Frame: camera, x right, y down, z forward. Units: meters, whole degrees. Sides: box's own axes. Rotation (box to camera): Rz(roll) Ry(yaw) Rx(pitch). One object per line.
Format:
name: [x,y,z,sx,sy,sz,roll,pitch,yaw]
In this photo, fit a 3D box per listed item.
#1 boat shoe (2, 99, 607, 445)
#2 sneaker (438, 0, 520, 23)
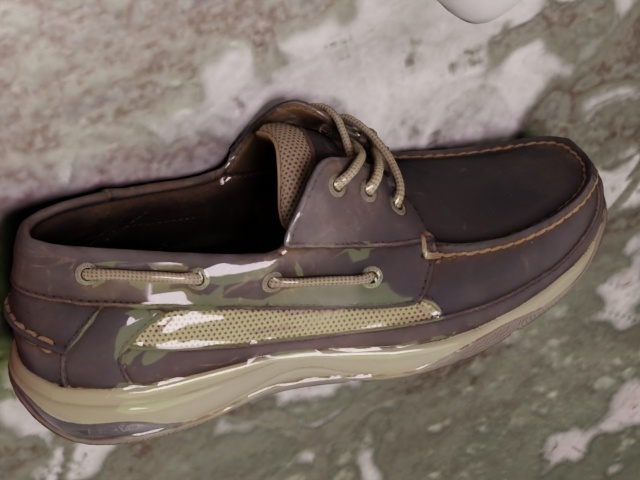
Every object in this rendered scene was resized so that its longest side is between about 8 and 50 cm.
boat shoe: [0.000,0.000,0.965,0.355,0.132,0.130,-19,126,-19]
sneaker: [0.086,-0.266,0.871,0.169,0.108,0.292,22,97,-35]
